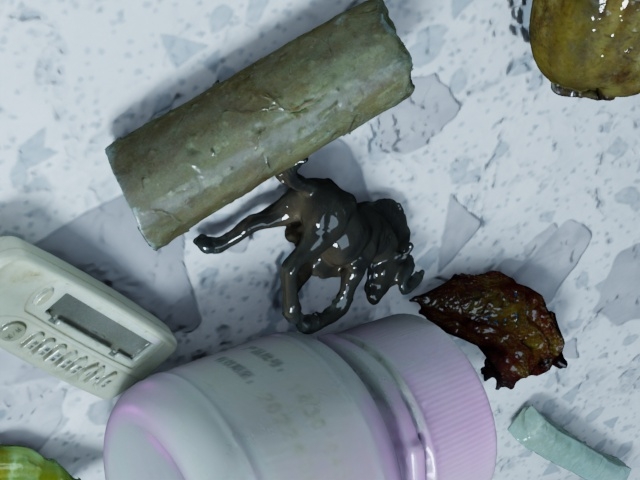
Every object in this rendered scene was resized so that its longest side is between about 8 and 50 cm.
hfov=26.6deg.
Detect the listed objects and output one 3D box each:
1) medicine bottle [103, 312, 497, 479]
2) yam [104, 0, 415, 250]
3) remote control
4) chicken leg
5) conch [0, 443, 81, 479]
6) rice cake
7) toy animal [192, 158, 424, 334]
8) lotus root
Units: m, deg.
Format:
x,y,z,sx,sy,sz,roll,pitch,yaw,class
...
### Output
x,y,z,sx,sy,sz,roll,pitch,yaw,class
-0.016,0.200,1.225,0.302,0.241,0.241,-18,135,-32,medicine bottle
-0.041,-0.095,1.059,0.259,0.093,0.093,-31,137,-4,yam
-0.215,0.064,1.121,0.090,0.049,0.230,-40,143,7,remote control
0.185,0.088,1.385,0.105,0.063,0.234,-44,134,3,chicken leg
-0.285,0.229,1.216,0.201,0.079,0.094,17,97,-32,conch
0.297,0.250,1.609,0.045,0.042,0.245,-54,136,3,rice cake
0.000,0.000,1.191,0.148,0.084,0.233,-51,138,-2,toy animal
0.255,-0.229,1.099,0.145,0.128,0.260,1,125,-21,lotus root
